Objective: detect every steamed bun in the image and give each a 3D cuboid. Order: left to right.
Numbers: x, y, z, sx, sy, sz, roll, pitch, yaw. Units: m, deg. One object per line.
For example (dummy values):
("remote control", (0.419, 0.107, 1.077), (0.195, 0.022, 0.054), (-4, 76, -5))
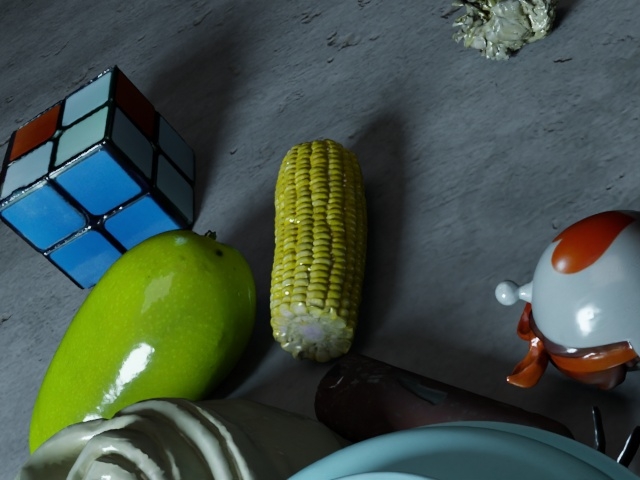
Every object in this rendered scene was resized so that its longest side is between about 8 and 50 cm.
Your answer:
("steamed bun", (-0.135, 0.240, 0.713), (0.324, 0.219, 0.310), (-11, 45, 35))

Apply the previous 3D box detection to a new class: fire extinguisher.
("fire extinguisher", (0.107, 0.137, 0.714), (0.267, 0.072, 0.089), (13, 95, 48))

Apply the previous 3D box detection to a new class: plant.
("plant", (0.184, -0.257, 1.030), (0.116, 0.122, 0.104), (-27, 26, 30))

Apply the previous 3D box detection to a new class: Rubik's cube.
("Rubik's cube", (-0.276, -0.076, 1.218), (0.183, 0.167, 0.180), (-26, 38, 17))

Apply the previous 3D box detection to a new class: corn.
("corn", (0.000, 0.000, 0.950), (0.093, 0.093, 0.244), (-24, 42, 23))

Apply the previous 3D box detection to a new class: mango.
("mango", (-0.179, 0.118, 0.958), (0.293, 0.143, 0.175), (-52, 42, 2))

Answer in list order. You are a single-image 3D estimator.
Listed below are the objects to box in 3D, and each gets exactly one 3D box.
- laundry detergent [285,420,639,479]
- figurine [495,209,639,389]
("laundry detergent", (0.082, 0.252, 0.429), (0.287, 0.305, 0.287), (-24, 39, 21))
("figurine", (0.228, 0.032, 0.678), (0.226, 0.160, 0.183), (-34, 35, 25))
